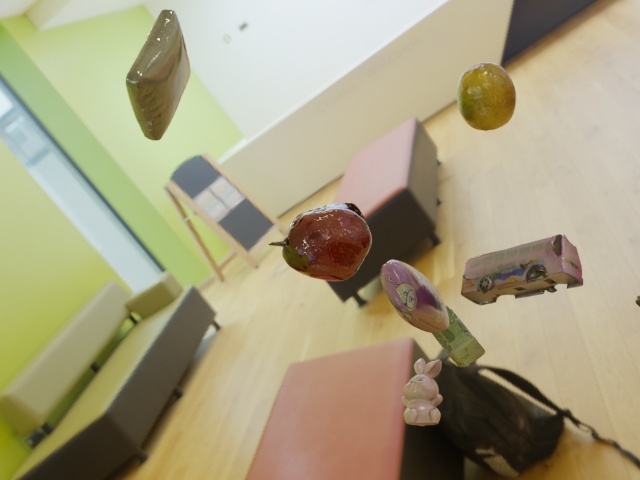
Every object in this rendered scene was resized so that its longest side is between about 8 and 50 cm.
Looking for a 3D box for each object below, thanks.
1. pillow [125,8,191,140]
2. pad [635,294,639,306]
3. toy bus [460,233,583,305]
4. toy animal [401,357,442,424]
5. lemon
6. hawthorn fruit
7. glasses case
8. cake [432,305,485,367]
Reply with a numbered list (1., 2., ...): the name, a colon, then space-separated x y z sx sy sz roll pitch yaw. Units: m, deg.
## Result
1. pillow: -0.466 -0.481 2.052 0.255 0.120 0.322 88 -166 -56
2. pad: 0.863 0.209 1.516 0.018 0.286 0.284 -59 20 -10
3. toy bus: 0.446 0.071 1.580 0.274 0.090 0.112 -19 51 45
4. toy animal: 0.292 0.435 2.066 0.124 0.124 0.212 -25 52 41
5. lemon: 0.461 -0.401 1.961 0.170 0.207 0.170 -14 36 11
6. hawthorn fruit: 0.000 0.000 1.651 0.251 0.189 0.189 2 -9 -31
7. glasses case: 0.201 0.122 1.470 0.076 0.123 0.316 -29 -23 14
8. cake: 0.403 0.281 2.220 0.100 0.099 0.235 -38 47 3
